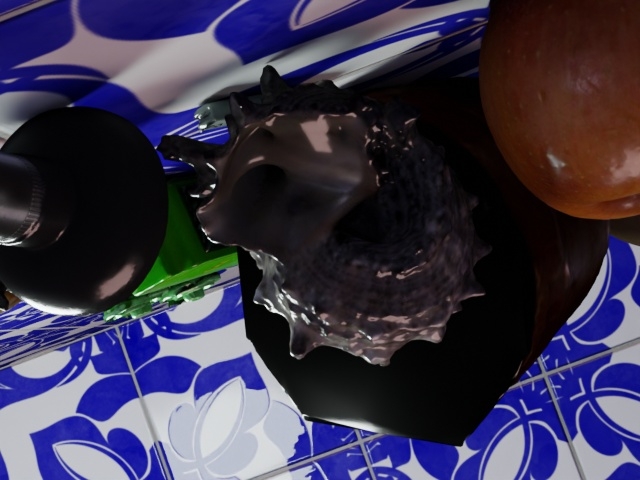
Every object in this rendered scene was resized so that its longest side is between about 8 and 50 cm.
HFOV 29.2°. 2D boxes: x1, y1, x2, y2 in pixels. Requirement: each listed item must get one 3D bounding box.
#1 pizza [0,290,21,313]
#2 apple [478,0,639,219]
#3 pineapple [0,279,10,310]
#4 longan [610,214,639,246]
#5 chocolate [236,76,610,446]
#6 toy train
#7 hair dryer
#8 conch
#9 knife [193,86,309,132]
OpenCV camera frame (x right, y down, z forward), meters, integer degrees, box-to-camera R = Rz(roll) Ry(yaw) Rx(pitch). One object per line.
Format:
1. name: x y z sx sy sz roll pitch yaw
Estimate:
1. pizza: -0.351 0.040 1.272 0.189 0.071 0.297 -18 -168 15
2. apple: 0.256 -0.127 1.016 0.251 0.207 0.272 1 172 1
3. pineapple: -0.259 -0.006 1.071 0.237 0.119 0.111 -25 164 6
4. longan: 0.418 -0.133 1.435 0.297 0.297 0.297 -20 175 -2
5. chocolate: 0.140 -0.001 1.357 0.383 0.384 0.331 -24 176 38
6. toy train: -0.170 0.001 1.448 0.188 0.132 0.243 -29 173 35
7. hair dryer: -0.314 -0.035 0.834 0.284 0.156 0.320 1 175 36
8. conch: 0.011 -0.017 1.059 0.186 0.313 0.241 -1 -124 53
9. knife: -0.054 -0.122 1.133 0.044 0.023 0.162 -19 178 44
